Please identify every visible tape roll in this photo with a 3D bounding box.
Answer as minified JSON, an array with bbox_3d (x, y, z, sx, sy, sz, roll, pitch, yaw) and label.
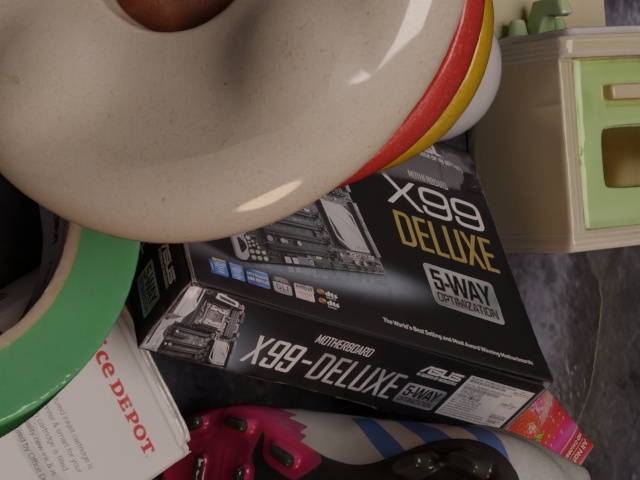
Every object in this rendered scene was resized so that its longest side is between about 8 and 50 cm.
[{"bbox_3d":[-0.275,-0.021,1.189,0.321,0.077,0.321,8,69,-21],"label":"tape roll"}]

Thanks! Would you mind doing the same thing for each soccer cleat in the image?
[{"bbox_3d":[0.037,0.179,1.320,0.143,0.331,0.116,7,86,-49],"label":"soccer cleat"}]

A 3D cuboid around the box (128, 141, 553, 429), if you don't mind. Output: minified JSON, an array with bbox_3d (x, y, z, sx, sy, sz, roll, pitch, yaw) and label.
[{"bbox_3d":[0.000,0.000,1.351,0.307,0.076,0.242,18,39,-31],"label":"box"}]

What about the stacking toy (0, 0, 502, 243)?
[{"bbox_3d":[-0.004,-0.151,1.252,0.480,0.350,0.351,17,79,-67],"label":"stacking toy"}]

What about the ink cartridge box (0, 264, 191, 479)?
[{"bbox_3d":[-0.218,0.129,1.277,0.218,0.092,0.159,-32,105,-28],"label":"ink cartridge box"}]

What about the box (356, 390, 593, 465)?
[{"bbox_3d":[0.076,0.208,1.449,0.128,0.122,0.257,49,65,-24],"label":"box"}]

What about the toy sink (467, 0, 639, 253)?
[{"bbox_3d":[0.217,-0.111,1.539,0.152,0.131,0.234,-5,92,-34],"label":"toy sink"}]
